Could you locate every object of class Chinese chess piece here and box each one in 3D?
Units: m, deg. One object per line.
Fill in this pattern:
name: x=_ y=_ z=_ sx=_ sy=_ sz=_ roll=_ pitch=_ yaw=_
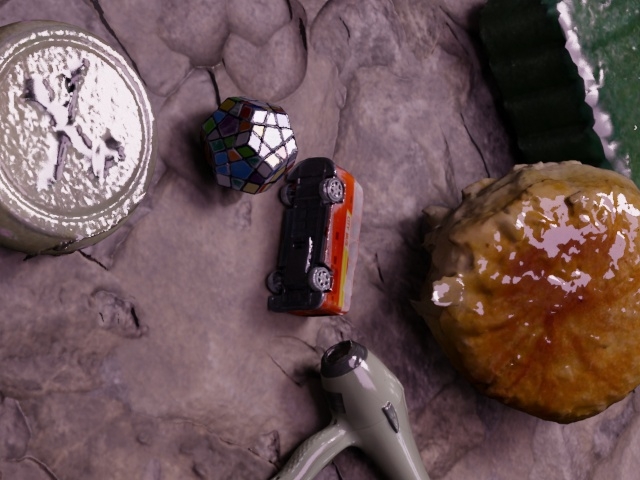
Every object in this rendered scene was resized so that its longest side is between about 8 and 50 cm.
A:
Chinese chess piece: x=-0.263 y=-0.097 z=1.581 sx=0.237 sy=0.092 sz=0.238 roll=6 pitch=80 yaw=-39

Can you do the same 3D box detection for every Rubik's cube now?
Rubik's cube: x=-0.077 y=-0.102 z=1.728 sx=0.111 sy=0.111 sz=0.093 roll=7 pitch=108 yaw=-38

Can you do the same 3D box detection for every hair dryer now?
hair dryer: x=0.041 y=0.251 z=1.796 sx=0.219 sy=0.088 sz=0.225 roll=39 pitch=75 yaw=-32

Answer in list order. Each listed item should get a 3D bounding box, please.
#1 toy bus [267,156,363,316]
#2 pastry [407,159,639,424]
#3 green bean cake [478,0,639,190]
toy bus: x=0.000 y=0.000 z=1.790 sx=0.077 sy=0.079 sz=0.174 roll=22 pitch=69 yaw=-43
pastry: x=0.274 y=0.055 z=1.893 sx=0.329 sy=0.136 sz=0.330 roll=-3 pitch=103 yaw=-12
green bean cake: x=0.368 y=-0.209 z=2.053 sx=0.300 sy=0.169 sz=0.308 roll=-27 pitch=101 yaw=-36
